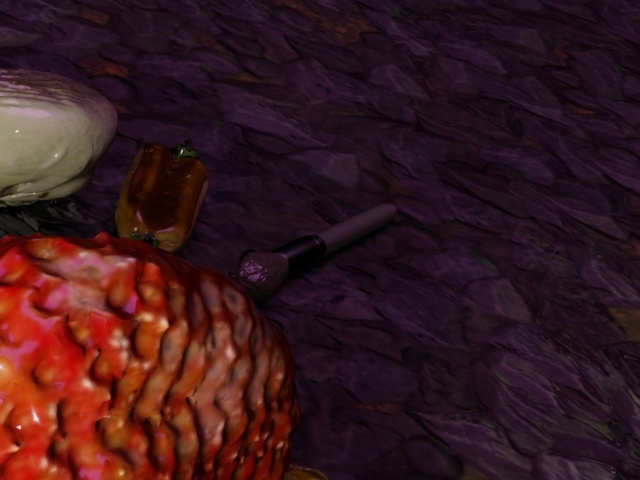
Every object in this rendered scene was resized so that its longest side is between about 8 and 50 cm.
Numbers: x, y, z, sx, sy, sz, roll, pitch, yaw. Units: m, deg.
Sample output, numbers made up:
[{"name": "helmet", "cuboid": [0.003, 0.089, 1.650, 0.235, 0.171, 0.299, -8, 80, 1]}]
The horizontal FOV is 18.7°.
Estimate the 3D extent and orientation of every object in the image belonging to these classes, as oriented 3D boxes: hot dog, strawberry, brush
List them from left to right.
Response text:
[{"name": "strawberry", "cuboid": [-0.156, 0.127, 1.077, 0.351, 0.312, 0.267, -11, 59, -36]}, {"name": "hot dog", "cuboid": [-0.140, -0.032, 1.685, 0.072, 0.055, 0.188, 22, 26, -5]}, {"name": "brush", "cuboid": [0.000, 0.000, 1.746, 0.042, 0.039, 0.299, 29, 26, 18]}]

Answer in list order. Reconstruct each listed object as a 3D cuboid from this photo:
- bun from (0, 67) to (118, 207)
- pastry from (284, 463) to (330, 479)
[{"name": "bun", "cuboid": [-0.281, -0.083, 1.610, 0.210, 0.116, 0.237, 0, 10, -27]}, {"name": "pastry", "cuboid": [-0.027, 0.231, 1.194, 0.154, 0.102, 0.250, 1, 24, -8]}]
